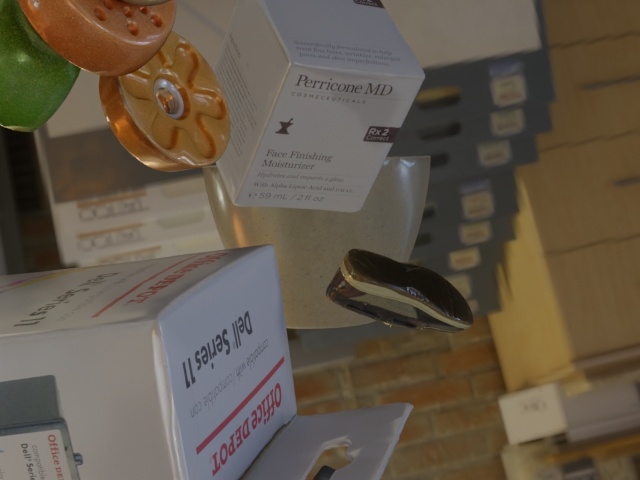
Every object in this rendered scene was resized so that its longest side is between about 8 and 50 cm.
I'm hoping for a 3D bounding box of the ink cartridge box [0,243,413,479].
[{"bbox_3d":[-0.140,0.084,0.657,0.353,0.119,0.207,-6,-171,14],"label":"ink cartridge box"}]

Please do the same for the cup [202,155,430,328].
[{"bbox_3d":[0.000,0.000,1.716,0.330,0.237,0.331,-3,-175,0],"label":"cup"}]

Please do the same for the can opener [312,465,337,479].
[{"bbox_3d":[-0.044,0.255,0.709,0.093,0.280,0.074,21,-152,11],"label":"can opener"}]

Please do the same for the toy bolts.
[{"bbox_3d":[-0.095,-0.174,0.722,0.158,0.229,0.218,-24,145,34],"label":"toy bolts"}]

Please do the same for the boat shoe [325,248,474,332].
[{"bbox_3d":[0.068,0.050,1.013,0.152,0.056,0.049,24,125,-34],"label":"boat shoe"}]

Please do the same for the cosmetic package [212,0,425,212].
[{"bbox_3d":[-0.015,-0.147,1.200,0.151,0.151,0.184,1,134,-27],"label":"cosmetic package"}]
